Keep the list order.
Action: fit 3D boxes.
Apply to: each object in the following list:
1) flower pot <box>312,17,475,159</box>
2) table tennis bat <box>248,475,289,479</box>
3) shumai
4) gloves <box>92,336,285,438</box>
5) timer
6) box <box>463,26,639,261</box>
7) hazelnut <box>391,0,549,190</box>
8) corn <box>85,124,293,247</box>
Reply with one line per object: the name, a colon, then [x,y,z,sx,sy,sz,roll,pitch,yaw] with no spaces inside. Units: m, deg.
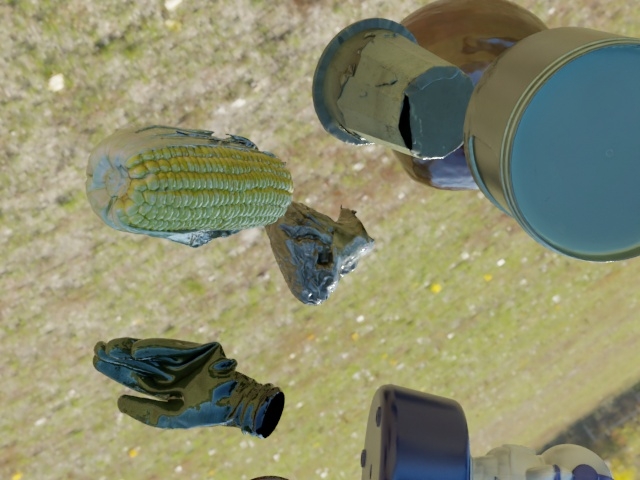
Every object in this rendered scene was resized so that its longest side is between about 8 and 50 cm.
flower pot: [0.120,-0.222,1.385,0.212,0.202,0.212,-11,117,-24]
table tennis bat: [-0.037,0.328,1.136,0.158,0.095,0.014,-20,-157,26]
shumai: [0.000,0.000,1.601,0.176,0.205,0.166,-25,-168,-4]
gloves: [-0.180,0.194,1.211,0.107,0.268,0.135,75,34,-78]
timer: [0.260,0.370,1.374,0.384,0.270,0.270,6,155,-1]
box: [0.278,-0.103,0.942,0.226,0.226,0.149,-35,-162,5]
hazelnut: [0.322,-0.311,1.898,0.421,0.420,0.353,-32,168,-4]
corn: [-0.147,-0.068,1.077,0.122,0.123,0.305,-37,161,26]
